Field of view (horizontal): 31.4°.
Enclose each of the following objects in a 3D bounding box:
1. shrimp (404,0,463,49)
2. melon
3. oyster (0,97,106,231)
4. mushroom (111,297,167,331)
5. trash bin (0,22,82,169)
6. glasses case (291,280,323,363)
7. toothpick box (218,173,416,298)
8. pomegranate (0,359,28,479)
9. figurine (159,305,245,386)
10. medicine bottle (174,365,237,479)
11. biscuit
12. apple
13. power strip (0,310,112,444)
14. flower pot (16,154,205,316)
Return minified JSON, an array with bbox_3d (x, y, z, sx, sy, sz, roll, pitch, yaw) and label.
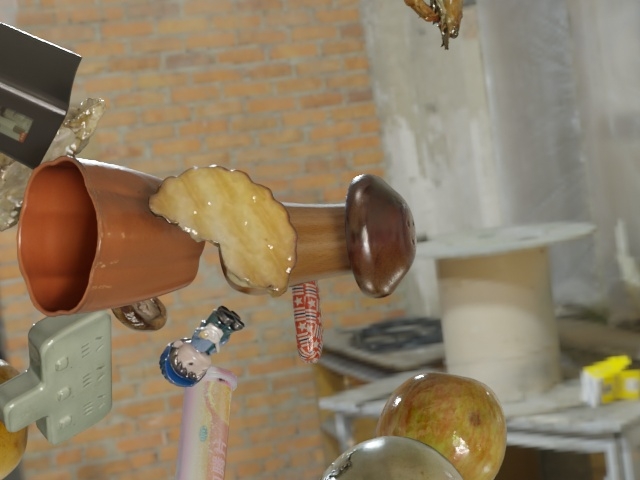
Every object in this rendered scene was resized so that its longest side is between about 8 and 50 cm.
[{"bbox_3d":[0.173,-0.364,1.713,0.099,0.180,0.041,-22,39,-7],"label":"shrimp"},{"bbox_3d":[0.111,0.450,1.824,0.268,0.268,0.330,-7,25,8],"label":"melon"},{"bbox_3d":[-0.492,-0.112,1.864,0.166,0.110,0.341,9,50,47],"label":"oyster"},{"bbox_3d":[-0.316,0.113,1.947,0.052,0.123,0.123,-44,-8,17],"label":"mushroom"},{"bbox_3d":[-0.447,-0.219,1.506,0.225,0.115,0.165,26,31,-20],"label":"trash bin"},{"bbox_3d":[-0.022,0.127,2.092,0.049,0.194,0.073,-7,-14,7],"label":"glasses case"},{"bbox_3d":[0.000,0.000,1.770,0.294,0.192,0.192,-5,4,18],"label":"toothpick box"},{"bbox_3d":[-0.705,0.351,2.222,0.307,0.307,0.307,-8,4,0],"label":"pomegranate"},{"bbox_3d":[-0.173,0.147,1.604,0.077,0.136,0.079,32,6,-42],"label":"figurine"},{"bbox_3d":[-0.220,0.444,2.076,0.108,0.426,0.108,2,-31,1],"label":"medicine bottle"},{"bbox_3d":[-0.099,-0.015,1.275,0.118,0.183,0.061,-54,1,-29],"label":"biscuit"},{"bbox_3d":[0.244,0.379,2.266,0.264,0.264,0.264,-8,4,0],"label":"apple"},{"bbox_3d":[-0.414,0.224,1.774,0.193,0.265,0.059,-29,56,-33],"label":"power strip"},{"bbox_3d":[-0.241,-0.003,1.348,0.173,0.191,0.190,1,-3,-45],"label":"flower pot"}]
